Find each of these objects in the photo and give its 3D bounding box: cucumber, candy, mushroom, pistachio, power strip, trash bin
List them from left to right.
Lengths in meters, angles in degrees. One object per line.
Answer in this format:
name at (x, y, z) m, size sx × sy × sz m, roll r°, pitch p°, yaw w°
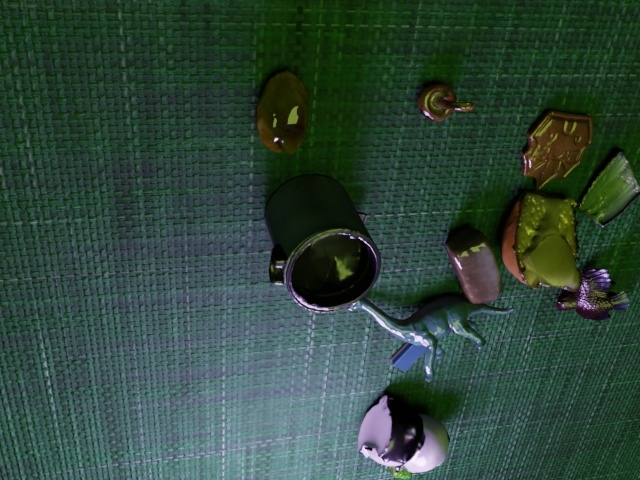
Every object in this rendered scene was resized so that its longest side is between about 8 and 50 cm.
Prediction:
pistachio at (-0.084, -0.267, 1.452) m, size 0.110 × 0.100 × 0.189 m, roll -3°, pitch 124°, yaw -18°
trash bin at (0.000, 0.000, 1.552) m, size 0.277 × 0.262 × 0.217 m, roll 3°, pitch 121°, yaw -18°
power strip at (0.264, 0.325, 1.978) m, size 0.056 × 0.032 × 0.123 m, roll 30°, pitch 110°, yaw -30°
mushroom at (0.286, -0.311, 1.539) m, size 0.129 × 0.073 × 0.088 m, roll 13°, pitch 108°, yaw 16°
candy at (0.412, 0.071, 1.812) m, size 0.104 × 0.102 × 0.234 m, roll -28°, pitch 124°, yaw 3°
cucumber at (0.777, -0.134, 1.795) m, size 0.115 × 0.086 × 0.193 m, roll 39°, pitch 114°, yaw 14°

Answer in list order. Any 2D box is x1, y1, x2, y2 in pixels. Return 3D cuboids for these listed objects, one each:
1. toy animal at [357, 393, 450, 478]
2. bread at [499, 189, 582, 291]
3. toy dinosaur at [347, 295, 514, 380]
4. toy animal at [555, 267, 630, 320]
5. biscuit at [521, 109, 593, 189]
toy animal at (0.257, 0.613, 2.061) m, size 0.267 × 0.212 × 0.212 m, roll 32°, pitch 109°, yaw -23°
bread at (0.566, 0.004, 1.778) m, size 0.204 × 0.162 × 0.262 m, roll 10°, pitch 77°, yaw -20°
toy dinosaur at (0.304, 0.181, 1.871) m, size 0.383 × 0.129 × 0.331 m, roll -37°, pitch 104°, yaw -5°
toy animal at (0.787, 0.175, 1.976) m, size 0.179 × 0.116 × 0.218 m, roll -22°, pitch 132°, yaw -2°
biscuit at (0.591, -0.222, 1.711) m, size 0.182 × 0.034 × 0.215 m, roll 3°, pitch 121°, yaw -17°
